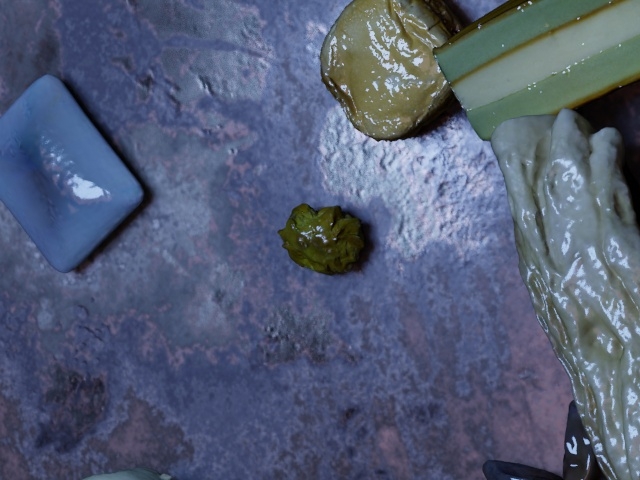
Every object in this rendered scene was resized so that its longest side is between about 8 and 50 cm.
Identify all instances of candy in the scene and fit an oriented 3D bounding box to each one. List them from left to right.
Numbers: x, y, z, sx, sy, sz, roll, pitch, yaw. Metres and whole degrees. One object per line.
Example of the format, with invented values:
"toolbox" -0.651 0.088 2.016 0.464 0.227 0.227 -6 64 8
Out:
"candy" -0.277 -0.069 2.050 0.138 0.071 0.174 -43 78 20

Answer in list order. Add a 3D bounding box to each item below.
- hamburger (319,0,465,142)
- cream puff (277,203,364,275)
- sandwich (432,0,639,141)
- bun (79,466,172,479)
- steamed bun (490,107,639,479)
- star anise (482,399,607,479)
"hamburger" 0.072 -0.174 1.887 0.147 0.083 0.138 -45 81 22
"cream puff" 0.000 0.000 1.943 0.083 0.058 0.083 42 111 13
"sandwich" 0.209 -0.170 1.761 0.187 0.144 0.117 -30 96 2
"bun" -0.201 0.337 2.020 0.229 0.145 0.229 -2 111 -7
"steamed bun" 0.334 0.064 1.719 0.189 0.247 0.428 -32 65 36
"star anise" 0.280 0.299 1.815 0.315 0.108 0.315 -2 86 31
